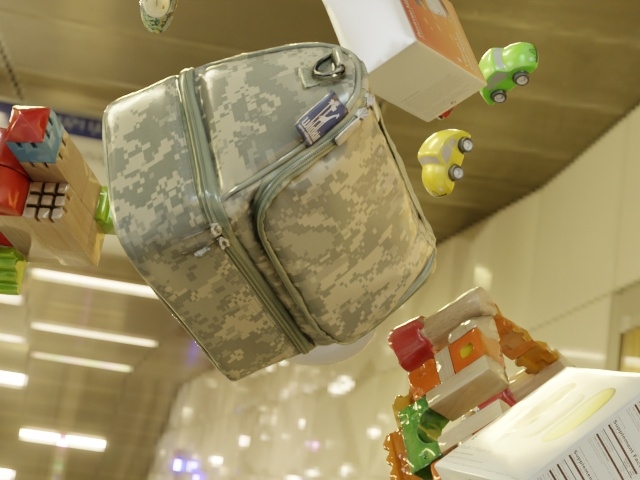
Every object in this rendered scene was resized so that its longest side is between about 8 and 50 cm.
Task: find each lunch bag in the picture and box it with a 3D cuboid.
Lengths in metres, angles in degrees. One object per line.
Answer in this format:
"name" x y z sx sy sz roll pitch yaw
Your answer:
"lunch bag" -0.038 -0.035 1.250 0.256 0.212 0.305 -22 -40 7

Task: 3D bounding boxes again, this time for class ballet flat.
"ballet flat" -0.265 -0.429 2.155 0.070 0.188 0.070 14 25 -7

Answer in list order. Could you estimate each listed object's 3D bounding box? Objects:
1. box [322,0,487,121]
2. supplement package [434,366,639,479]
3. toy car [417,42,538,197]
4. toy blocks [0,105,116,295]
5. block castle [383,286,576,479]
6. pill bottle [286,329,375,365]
"box" 0.099 -0.233 1.514 0.091 0.130 0.170 -31 -26 25
"supplement package" 0.272 0.253 1.390 0.203 0.149 0.194 -33 9 -20
"toy car" 0.204 -0.201 1.787 0.053 0.239 0.225 27 -48 -28
"toy blocks" -0.437 -0.072 1.589 0.381 0.190 0.261 3 -25 11
"block castle" 0.251 0.317 1.832 0.213 0.453 0.303 -36 -51 23
"pill bottle" 0.000 0.000 1.887 0.188 0.334 0.188 5 -42 4
